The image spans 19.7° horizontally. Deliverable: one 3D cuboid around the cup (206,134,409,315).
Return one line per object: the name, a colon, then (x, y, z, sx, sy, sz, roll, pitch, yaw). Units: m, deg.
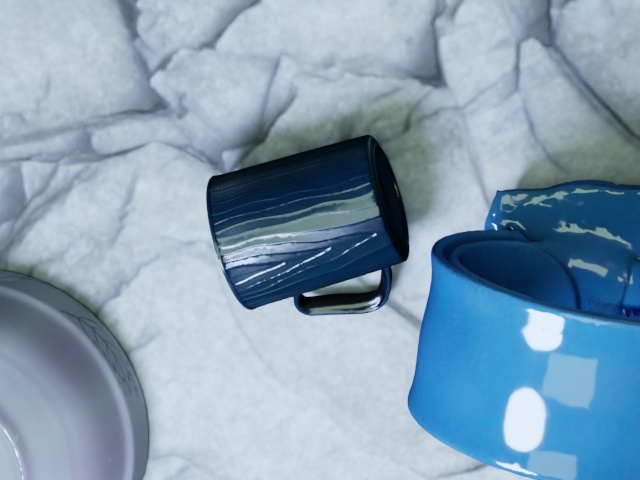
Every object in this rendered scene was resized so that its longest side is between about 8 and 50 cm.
cup: (-0.002, -0.010, 1.499, 0.138, 0.150, 0.113, -16, 64, 12)

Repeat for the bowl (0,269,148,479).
bowl: (-0.301, 0.178, 1.569, 0.286, 0.144, 0.287, 2, 101, 11)

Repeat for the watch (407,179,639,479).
watch: (0.226, 0.094, 1.377, 0.305, 0.274, 0.241, 11, 103, 14)
